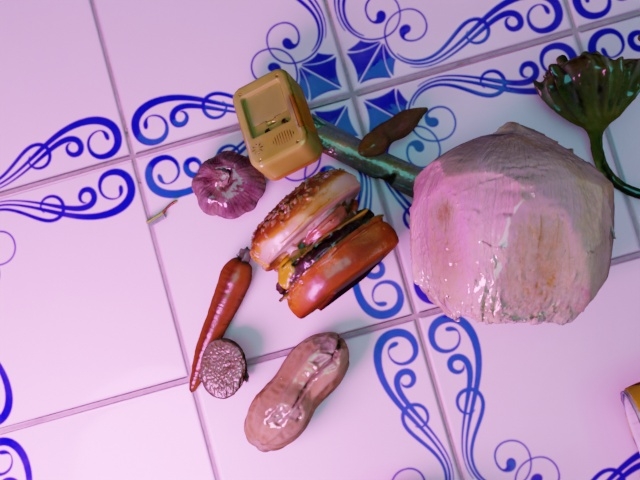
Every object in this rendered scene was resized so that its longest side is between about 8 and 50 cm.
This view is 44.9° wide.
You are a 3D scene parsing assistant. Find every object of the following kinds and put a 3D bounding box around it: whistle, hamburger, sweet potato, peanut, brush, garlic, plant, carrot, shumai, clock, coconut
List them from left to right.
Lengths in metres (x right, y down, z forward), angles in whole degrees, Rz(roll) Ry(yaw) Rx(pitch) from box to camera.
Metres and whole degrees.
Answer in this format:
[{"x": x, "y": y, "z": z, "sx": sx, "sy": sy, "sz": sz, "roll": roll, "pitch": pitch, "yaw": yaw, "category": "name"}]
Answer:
[{"x": -0.340, "y": -0.058, "z": 1.683, "sx": 0.083, "sy": 0.019, "sz": 0.021, "roll": -37, "pitch": 95, "yaw": 0, "category": "brush"}, {"x": -0.219, "y": 0.167, "z": 1.648, "sx": 0.069, "sy": 0.069, "sz": 0.336, "roll": 24, "pitch": 94, "yaw": 4, "category": "carrot"}, {"x": -0.195, "y": -0.118, "z": 1.639, "sx": 0.159, "sy": 0.102, "sz": 0.147, "roll": -8, "pitch": 88, "yaw": 3, "category": "garlic"}, {"x": -0.192, "y": 0.268, "z": 1.623, "sx": 0.099, "sy": 0.087, "sz": 0.123, "roll": 6, "pitch": 81, "yaw": 15, "category": "shumai"}, {"x": -0.089, "y": -0.240, "z": 1.612, "sx": 0.143, "sy": 0.096, "sz": 0.202, "roll": -23, "pitch": 65, "yaw": 13, "category": "clock"}, {"x": -0.049, "y": 0.310, "z": 1.596, "sx": 0.130, "sy": 0.130, "sz": 0.290, "roll": 37, "pitch": 87, "yaw": 4, "category": "peanut"}, {"x": 0.000, "y": 0.000, "z": 1.547, "sx": 0.291, "sy": 0.291, "sz": 0.225, "roll": -41, "pitch": 83, "yaw": 0, "category": "hamburger"}, {"x": 0.106, "y": -0.171, "z": 1.651, "sx": 0.326, "sy": 0.057, "sz": 0.068, "roll": 28, "pitch": 85, "yaw": 4, "category": "whistle"}, {"x": 0.149, "y": -0.230, "z": 1.630, "sx": 0.218, "sy": 0.065, "sz": 0.051, "roll": -38, "pitch": 121, "yaw": -31, "category": "sweet potato"}, {"x": 0.360, "y": -0.040, "z": 1.474, "sx": 0.404, "sy": 0.404, "sz": 0.404, "roll": 0, "pitch": 87, "yaw": 3, "category": "coconut"}, {"x": 0.573, "y": -0.241, "z": 1.586, "sx": 0.251, "sy": 0.180, "sz": 0.333, "roll": -5, "pitch": 90, "yaw": 13, "category": "plant"}]

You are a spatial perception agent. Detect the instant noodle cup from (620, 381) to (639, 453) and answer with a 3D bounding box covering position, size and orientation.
[{"x": 0.743, "y": 0.367, "z": 1.479, "sx": 0.254, "sy": 0.325, "sz": 0.325, "roll": -19, "pitch": 86, "yaw": 11, "category": "instant noodle cup"}]
